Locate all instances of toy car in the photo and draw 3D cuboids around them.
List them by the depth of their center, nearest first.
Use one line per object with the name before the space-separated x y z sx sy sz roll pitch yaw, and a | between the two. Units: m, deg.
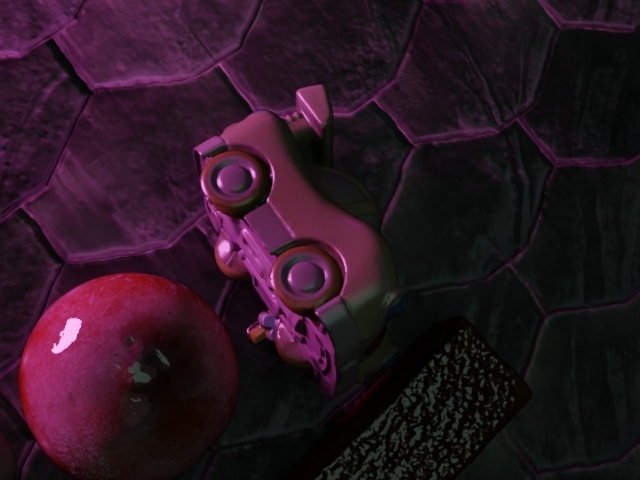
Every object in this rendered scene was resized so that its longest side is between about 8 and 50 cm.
toy car | 0.000 0.000 1.293 0.226 0.242 0.336 -32 67 -15

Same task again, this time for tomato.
tomato | -0.231 0.168 1.236 0.270 0.227 0.270 4 76 -17

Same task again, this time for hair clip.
hair clip | -0.004 0.085 1.404 0.213 0.056 0.062 -29 89 -19

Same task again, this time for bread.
bread | 0.092 0.295 1.364 0.416 0.113 0.165 -42 92 -17

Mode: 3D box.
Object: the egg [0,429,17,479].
egg | -0.460 0.258 1.195 0.198 0.146 0.146 28 73 -16
